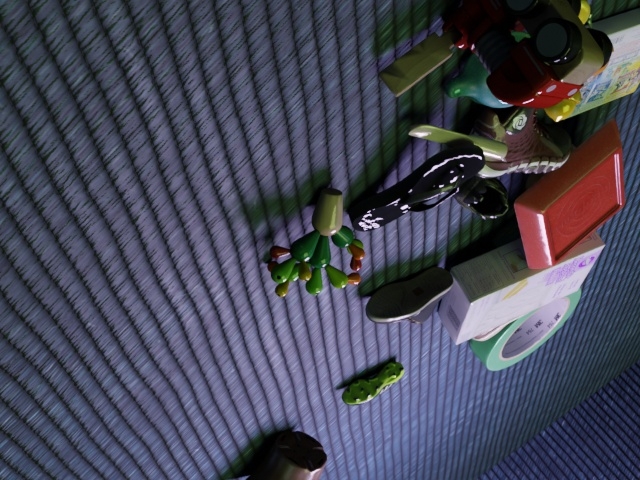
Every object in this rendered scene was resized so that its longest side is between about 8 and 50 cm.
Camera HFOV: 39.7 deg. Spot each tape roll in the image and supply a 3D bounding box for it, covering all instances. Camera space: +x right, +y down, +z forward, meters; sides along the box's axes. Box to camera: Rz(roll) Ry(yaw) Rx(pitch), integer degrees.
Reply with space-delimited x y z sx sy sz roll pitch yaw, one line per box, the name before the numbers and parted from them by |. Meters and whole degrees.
tape roll | 0.539 0.207 2.332 0.321 0.077 0.321 -28 149 -18

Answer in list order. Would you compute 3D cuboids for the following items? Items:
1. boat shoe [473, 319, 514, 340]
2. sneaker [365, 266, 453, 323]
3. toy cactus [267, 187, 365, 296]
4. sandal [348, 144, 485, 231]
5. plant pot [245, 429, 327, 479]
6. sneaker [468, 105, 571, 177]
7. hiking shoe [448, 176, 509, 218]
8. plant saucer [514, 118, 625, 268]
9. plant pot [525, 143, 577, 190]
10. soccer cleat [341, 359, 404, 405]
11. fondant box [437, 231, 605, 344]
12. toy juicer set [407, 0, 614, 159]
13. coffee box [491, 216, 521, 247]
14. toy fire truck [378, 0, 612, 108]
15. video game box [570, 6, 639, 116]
boat shoe | 0.448 0.146 2.128 0.257 0.095 0.095 -46 144 12
sneaker | 0.175 0.143 1.820 0.222 0.083 0.118 -20 146 -33
toy cactus | 0.000 0.000 1.435 0.219 0.112 0.180 -9 120 -39
sandal | 0.166 -0.073 1.460 0.255 0.054 0.097 -32 150 25
plant pot | -0.072 0.532 2.014 0.167 0.167 0.165 -2 126 -47
sneaker | 0.369 -0.204 1.545 0.281 0.106 0.162 -16 137 -39
hiking shoe | 0.299 -0.074 1.629 0.086 0.114 0.227 -49 149 18
plant saucer | 0.504 -0.073 1.738 0.258 0.048 0.259 -39 144 -7
plant pot | 0.505 -0.118 1.822 0.134 0.095 0.134 -29 148 -20
soccer cleat | 0.123 0.342 2.063 0.179 0.060 0.072 -26 149 -29
fondant box | 0.436 0.087 1.956 0.330 0.096 0.238 -23 154 -12
toy juicer set | 0.309 -0.247 1.404 0.329 0.089 0.209 -41 134 19
coffee box | 0.460 -0.008 1.978 0.113 0.040 0.184 -46 151 15
toy fire truck | 0.228 -0.258 1.216 0.159 0.217 0.246 -4 150 -47
video game box | 0.529 -0.327 1.611 0.205 0.048 0.187 -22 144 -28
